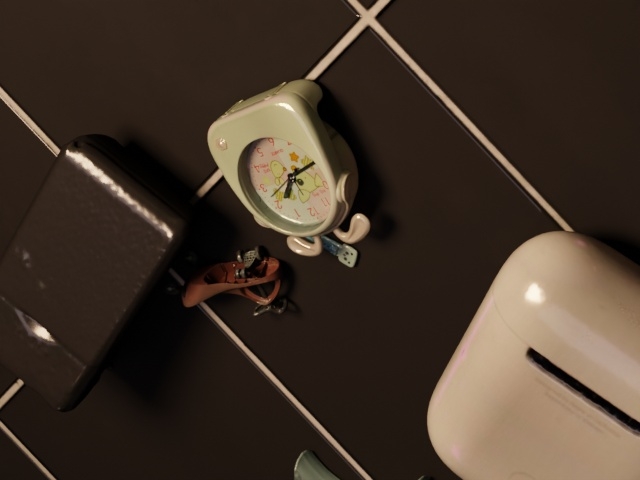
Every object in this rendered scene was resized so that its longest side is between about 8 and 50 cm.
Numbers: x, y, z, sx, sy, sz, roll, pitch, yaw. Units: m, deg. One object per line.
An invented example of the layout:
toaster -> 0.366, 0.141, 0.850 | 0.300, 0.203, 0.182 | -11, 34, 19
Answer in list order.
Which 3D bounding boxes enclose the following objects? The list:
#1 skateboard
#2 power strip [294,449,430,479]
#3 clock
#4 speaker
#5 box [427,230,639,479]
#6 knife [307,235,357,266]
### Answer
skateboard -> -0.103, 0.055, 2.119 | 0.151, 0.067, 0.080 | -7, 125, 34
power strip -> 0.070, 0.331, 2.195 | 0.216, 0.044, 0.137 | 10, 126, 31
clock -> -0.026, -0.073, 1.966 | 0.151, 0.062, 0.191 | -17, 109, 41
speaker -> -0.278, 0.036, 2.189 | 0.180, 0.184, 0.388 | 39, 124, 5
box -> 0.273, 0.169, 1.865 | 0.288, 0.141, 0.349 | 36, 134, 11
knife -> 0.000, 0.000, 2.036 | 0.096, 0.010, 0.027 | 30, 133, 15
